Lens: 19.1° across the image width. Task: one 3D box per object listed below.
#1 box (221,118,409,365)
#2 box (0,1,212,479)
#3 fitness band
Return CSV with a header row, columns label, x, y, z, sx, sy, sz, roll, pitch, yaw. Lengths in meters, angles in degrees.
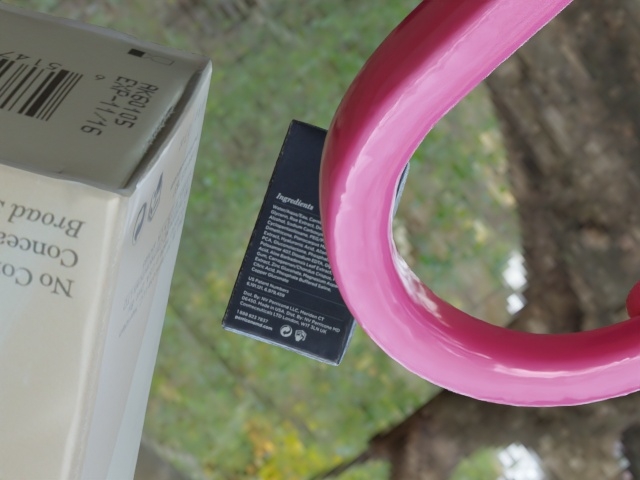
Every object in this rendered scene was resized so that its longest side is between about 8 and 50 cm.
label,x,y,z,sx,sy,sz,roll,pitch,yaw
box,0.000,0.000,1.407,0.156,0.093,0.158,-32,140,-87
box,-0.142,0.077,0.672,0.121,0.148,0.311,-70,173,-63
fitness band,0.132,-0.045,0.774,0.291,0.209,0.054,-42,-149,23
